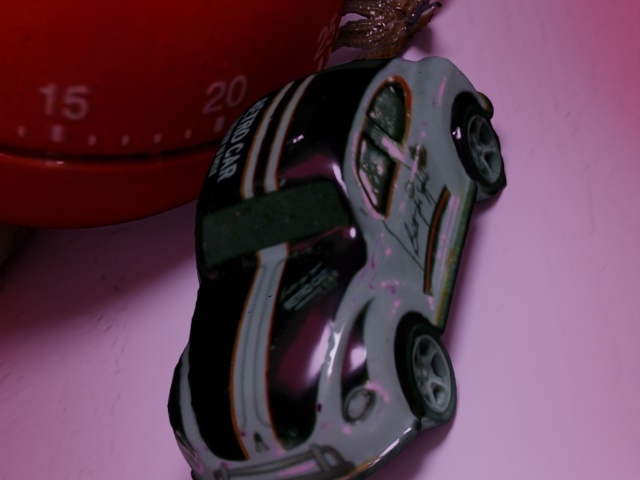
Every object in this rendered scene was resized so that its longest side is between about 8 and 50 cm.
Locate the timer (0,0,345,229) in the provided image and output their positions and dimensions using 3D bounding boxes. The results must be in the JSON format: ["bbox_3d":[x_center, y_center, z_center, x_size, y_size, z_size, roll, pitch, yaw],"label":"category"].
[{"bbox_3d":[-0.169,-0.182,1.170,0.378,0.279,0.378,9,42,-9],"label":"timer"}]

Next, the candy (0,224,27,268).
[{"bbox_3d":[-0.316,-0.021,1.323,0.260,0.118,0.260,-24,35,19],"label":"candy"}]

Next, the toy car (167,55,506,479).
[{"bbox_3d":[0.000,0.000,0.995,0.136,0.125,0.306,-16,34,29],"label":"toy car"}]

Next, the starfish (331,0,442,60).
[{"bbox_3d":[0.057,-0.154,1.221,0.130,0.041,0.133,-51,30,-2],"label":"starfish"}]
